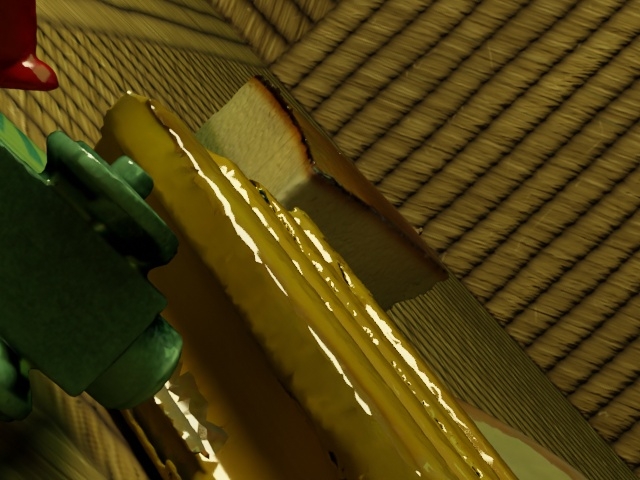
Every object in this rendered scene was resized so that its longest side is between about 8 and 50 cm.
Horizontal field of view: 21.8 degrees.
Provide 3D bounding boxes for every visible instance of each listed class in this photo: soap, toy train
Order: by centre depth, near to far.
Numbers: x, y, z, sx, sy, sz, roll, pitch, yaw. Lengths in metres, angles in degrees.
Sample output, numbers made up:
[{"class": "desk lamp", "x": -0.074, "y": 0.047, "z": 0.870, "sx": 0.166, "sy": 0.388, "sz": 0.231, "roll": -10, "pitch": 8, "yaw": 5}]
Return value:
[{"class": "toy train", "x": -0.152, "y": -0.041, "z": 0.558, "sx": 0.253, "sy": 0.105, "sz": 0.157, "roll": 44, "pitch": -6, "yaw": -24}, {"class": "soap", "x": 0.006, "y": 0.093, "z": 0.725, "sx": 0.324, "sy": 0.096, "sz": 0.204, "roll": 52, "pitch": 7, "yaw": 33}]

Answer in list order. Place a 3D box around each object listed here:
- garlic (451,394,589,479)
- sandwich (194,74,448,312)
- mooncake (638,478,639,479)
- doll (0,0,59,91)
[{"class": "garlic", "x": 0.097, "y": 0.164, "z": 0.950, "sx": 0.318, "sy": 0.112, "sz": 0.143, "roll": 34, "pitch": 14, "yaw": -19}, {"class": "sandwich", "x": 0.000, "y": 0.000, "z": 1.153, "sx": 0.186, "sy": 0.108, "sz": 0.220, "roll": 44, "pitch": 6, "yaw": -22}, {"class": "mooncake", "x": 0.302, "y": 0.277, "z": 0.833, "sx": 0.393, "sy": 0.246, "sz": 0.394, "roll": 61, "pitch": 23, "yaw": -8}, {"class": "doll", "x": -0.151, "y": -0.243, "z": 0.705, "sx": 0.188, "sy": 0.099, "sz": 0.384, "roll": -64, "pitch": 157, "yaw": -72}]
